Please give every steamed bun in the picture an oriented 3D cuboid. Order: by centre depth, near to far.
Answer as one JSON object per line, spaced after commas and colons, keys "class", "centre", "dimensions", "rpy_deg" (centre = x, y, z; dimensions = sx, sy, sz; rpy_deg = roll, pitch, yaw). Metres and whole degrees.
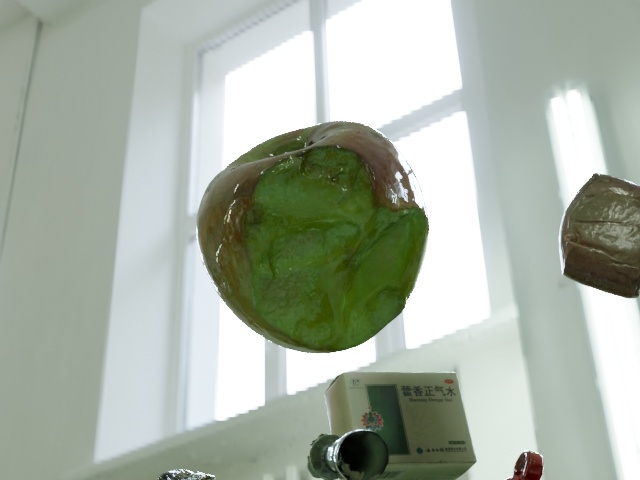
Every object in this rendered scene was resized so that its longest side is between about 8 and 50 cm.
{"class": "steamed bun", "centre": [0.422, -0.006, 1.688], "dimensions": [0.145, 0.175, 0.106], "rpy_deg": [16, -19, 21]}

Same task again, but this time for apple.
{"class": "apple", "centre": [0.000, 0.000, 1.214], "dimensions": [0.246, 0.246, 0.226], "rpy_deg": [-16, -74, 18]}

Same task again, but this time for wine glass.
{"class": "wine glass", "centre": [0.035, 0.287, 1.532], "dimensions": [0.072, 0.072, 0.155], "rpy_deg": [9, -13, -15]}

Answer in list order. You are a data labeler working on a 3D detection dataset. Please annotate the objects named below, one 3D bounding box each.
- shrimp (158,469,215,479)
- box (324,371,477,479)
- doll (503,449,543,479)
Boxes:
{"class": "shrimp", "centre": [-0.192, 0.255, 1.129], "dimensions": [0.195, 0.035, 0.148], "rpy_deg": [-10, -13, -29]}
{"class": "box", "centre": [0.129, 0.303, 1.897], "dimensions": [0.212, 0.168, 0.095], "rpy_deg": [2, -34, -22]}
{"class": "doll", "centre": [0.189, 0.374, 1.106], "dimensions": [0.160, 0.363, 0.182], "rpy_deg": [16, -31, -11]}
